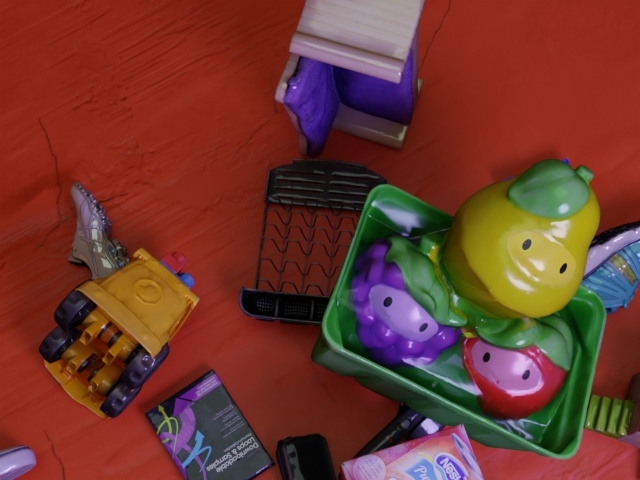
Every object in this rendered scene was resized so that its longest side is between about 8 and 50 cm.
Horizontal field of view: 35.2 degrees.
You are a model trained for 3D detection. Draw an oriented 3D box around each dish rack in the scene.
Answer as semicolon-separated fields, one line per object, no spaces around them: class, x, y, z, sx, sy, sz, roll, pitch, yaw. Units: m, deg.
dish rack;0.000;0.000;1.486;0.208;0.074;0.271;6;70;3

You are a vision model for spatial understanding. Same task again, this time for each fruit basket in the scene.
fruit basket;0.205;0.074;1.256;0.392;0.392;0.283;17;60;7

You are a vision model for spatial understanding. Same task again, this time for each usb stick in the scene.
usb stick;0.003;0.396;1.356;0.077;0.045;0.278;-6;68;-25

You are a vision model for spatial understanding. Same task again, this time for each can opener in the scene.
can opener;0.096;0.273;1.392;0.186;0.059;0.073;-38;74;-11

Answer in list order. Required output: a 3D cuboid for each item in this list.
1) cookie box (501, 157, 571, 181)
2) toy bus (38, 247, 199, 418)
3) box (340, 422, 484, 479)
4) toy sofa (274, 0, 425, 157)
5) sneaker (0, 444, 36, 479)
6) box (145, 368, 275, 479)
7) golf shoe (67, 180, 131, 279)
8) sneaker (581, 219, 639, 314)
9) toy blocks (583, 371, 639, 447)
cookie box;0.335;-0.063;1.515;0.107;0.040;0.092;-18;71;-5
toy bus;-0.263;0.113;1.411;0.149;0.220;0.211;40;45;2
box;0.117;0.339;1.241;0.154;0.300;0.142;-17;69;-6
toy sofa;0.052;-0.214;1.407;0.150;0.362;0.177;17;83;7
sneaker;-0.521;0.311;1.377;0.258;0.094;0.091;-16;75;-3
box;-0.155;0.278;1.414;0.116;0.029;0.162;-34;74;-10
golf shoe;-0.347;-0.005;1.503;0.086;0.069;0.176;-30;71;-2
sneaker;0.418;0.047;1.460;0.275;0.107;0.110;-29;91;-3
toy blocks;0.561;0.240;1.271;0.381;0.261;0.190;19;73;3
